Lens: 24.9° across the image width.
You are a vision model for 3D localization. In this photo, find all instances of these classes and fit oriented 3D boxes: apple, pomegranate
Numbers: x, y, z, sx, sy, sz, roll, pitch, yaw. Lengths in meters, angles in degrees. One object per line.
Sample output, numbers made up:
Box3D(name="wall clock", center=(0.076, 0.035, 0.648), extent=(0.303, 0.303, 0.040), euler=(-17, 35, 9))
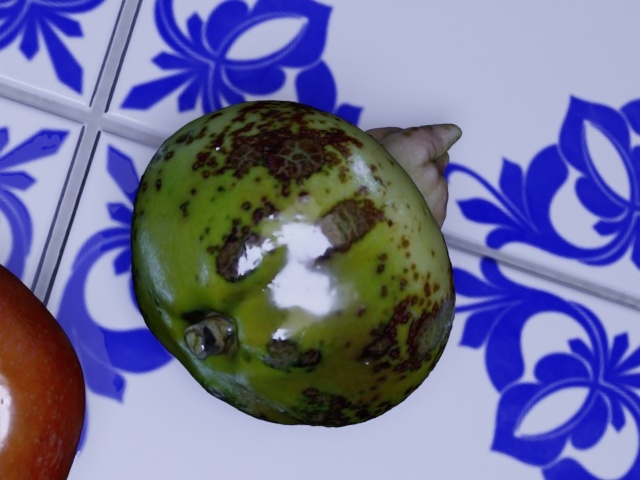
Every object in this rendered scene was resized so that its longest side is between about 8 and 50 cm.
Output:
Box3D(name="apple", center=(-0.254, 0.105, 0.881), extent=(0.218, 0.201, 0.218), euler=(4, 81, -24))
Box3D(name="pomegranate", center=(0.012, -0.001, 0.972), extent=(0.277, 0.204, 0.222), euler=(-26, 106, -17))
